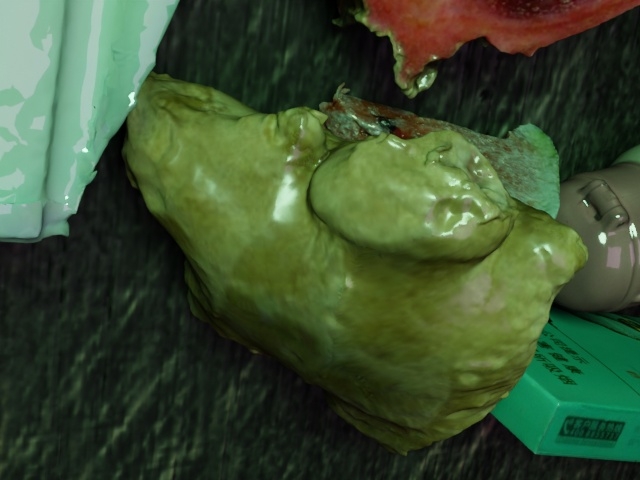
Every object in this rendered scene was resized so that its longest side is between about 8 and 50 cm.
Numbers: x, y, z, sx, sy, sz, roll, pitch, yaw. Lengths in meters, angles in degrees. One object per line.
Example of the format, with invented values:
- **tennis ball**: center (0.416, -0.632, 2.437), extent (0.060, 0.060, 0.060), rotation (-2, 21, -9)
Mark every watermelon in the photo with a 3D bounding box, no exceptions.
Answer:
- **watermelon**: center (0.073, -0.015, 0.687), extent (0.158, 0.121, 0.097), rotation (11, 123, -29)

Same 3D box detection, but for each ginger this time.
- **ginger**: center (0.000, 0.000, 0.606), extent (0.270, 0.219, 0.123), rotation (34, 51, -19)

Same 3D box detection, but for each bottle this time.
- **bottle**: center (0.255, -0.015, 0.781), extent (0.253, 0.120, 0.120), rotation (-12, 116, -23)

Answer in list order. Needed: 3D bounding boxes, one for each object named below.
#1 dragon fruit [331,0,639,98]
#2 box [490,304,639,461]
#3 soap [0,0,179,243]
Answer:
- **dragon fruit**: center (0.073, -0.186, 0.609), extent (0.262, 0.134, 0.211), rotation (24, 117, -6)
- **box**: center (0.182, 0.089, 0.757), extent (0.226, 0.161, 0.042), rotation (10, 109, -32)
- **soap**: center (-0.154, -0.228, 0.433), extent (0.261, 0.156, 0.446), rotation (-1, 111, -29)
